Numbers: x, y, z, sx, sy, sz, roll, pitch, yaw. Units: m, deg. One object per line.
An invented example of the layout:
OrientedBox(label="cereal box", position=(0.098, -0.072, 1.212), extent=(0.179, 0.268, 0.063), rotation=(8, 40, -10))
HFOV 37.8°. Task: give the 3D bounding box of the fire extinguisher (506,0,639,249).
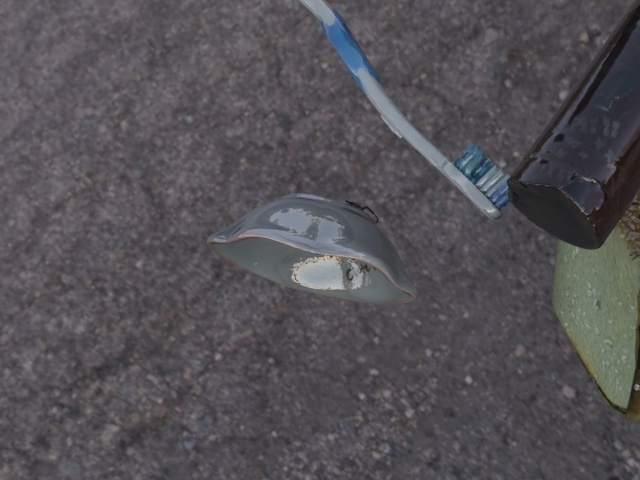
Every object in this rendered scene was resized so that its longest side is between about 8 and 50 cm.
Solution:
OrientedBox(label="fire extinguisher", position=(0.214, -0.125, 0.585), extent=(0.267, 0.089, 0.072), rotation=(-54, 36, -7))

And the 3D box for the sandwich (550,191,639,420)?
OrientedBox(label="sandwich", position=(0.329, 0.053, 1.004), extent=(0.087, 0.226, 0.251), rotation=(-4, 28, -4))

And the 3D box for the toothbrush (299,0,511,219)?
OrientedBox(label="toothbrush", position=(0.016, -0.156, 0.752), extent=(0.040, 0.040, 0.386), rotation=(-42, 69, 0))

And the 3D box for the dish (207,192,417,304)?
OrientedBox(label="dish", position=(0.000, 0.000, 0.993), extent=(0.230, 0.229, 0.081), rotation=(5, 73, 36))
